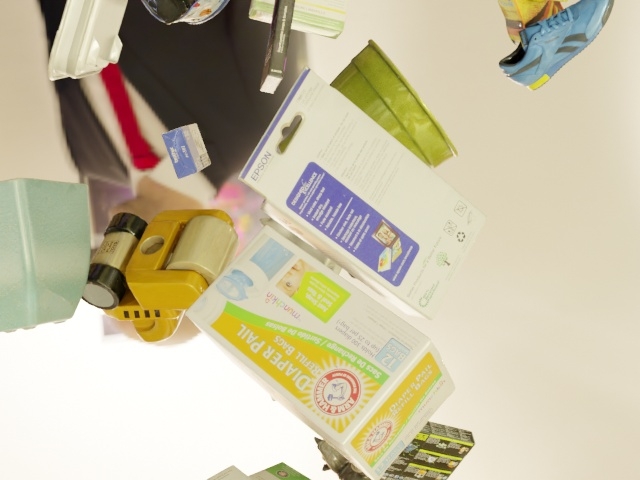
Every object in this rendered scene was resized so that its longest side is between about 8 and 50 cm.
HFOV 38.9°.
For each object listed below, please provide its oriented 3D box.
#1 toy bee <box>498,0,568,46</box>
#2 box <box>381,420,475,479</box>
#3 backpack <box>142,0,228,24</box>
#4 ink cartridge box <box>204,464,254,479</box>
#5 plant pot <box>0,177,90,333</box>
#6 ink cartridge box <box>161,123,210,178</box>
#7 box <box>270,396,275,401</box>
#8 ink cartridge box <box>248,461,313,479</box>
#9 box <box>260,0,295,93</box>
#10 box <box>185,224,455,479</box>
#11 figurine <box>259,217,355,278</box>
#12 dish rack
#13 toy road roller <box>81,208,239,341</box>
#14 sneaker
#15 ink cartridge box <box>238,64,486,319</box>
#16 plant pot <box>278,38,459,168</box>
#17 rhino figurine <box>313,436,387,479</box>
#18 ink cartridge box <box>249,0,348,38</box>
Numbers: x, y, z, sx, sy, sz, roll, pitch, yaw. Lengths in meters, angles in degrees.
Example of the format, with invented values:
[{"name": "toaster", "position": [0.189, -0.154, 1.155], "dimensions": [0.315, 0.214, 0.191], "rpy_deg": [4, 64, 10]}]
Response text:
[{"name": "toy bee", "position": [0.314, -0.434, 1.490], "dimensions": [0.162, 0.298, 0.195], "rpy_deg": [-24, -174, -16]}, {"name": "box", "position": [0.218, 0.478, 2.021], "dimensions": [0.191, 0.184, 0.045], "rpy_deg": [16, -148, -18]}, {"name": "backpack", "position": [-0.296, -0.596, 1.932], "dimensions": [0.213, 0.263, 0.276], "rpy_deg": [-10, 159, -48]}, {"name": "ink cartridge box", "position": [-0.066, 0.294, 0.885], "dimensions": [0.122, 0.088, 0.052], "rpy_deg": [29, -148, 34]}, {"name": "plant pot", "position": [-0.559, 0.039, 1.620], "dimensions": [0.248, 0.252, 0.247], "rpy_deg": [-11, 179, 13]}, {"name": "ink cartridge box", "position": [-0.279, -0.190, 1.896], "dimensions": [0.046, 0.097, 0.207], "rpy_deg": [-19, -172, 4]}, {"name": "box", "position": [-0.037, 0.192, 1.691], "dimensions": [0.087, 0.169, 0.290], "rpy_deg": [-29, 170, 15]}, {"name": "ink cartridge box", "position": [-0.094, 0.461, 1.473], "dimensions": [0.219, 0.092, 0.160], "rpy_deg": [-11, -158, -42]}, {"name": "box", "position": [-0.068, -0.329, 1.466], "dimensions": [0.029, 0.162, 0.116], "rpy_deg": [8, 176, -9]}, {"name": "box", "position": [0.000, 0.096, 0.789], "dimensions": [0.203, 0.114, 0.103], "rpy_deg": [33, 165, 34]}, {"name": "figurine", "position": [0.000, 0.000, 1.908], "dimensions": [0.215, 0.092, 0.209], "rpy_deg": [-8, -138, -43]}, {"name": "dish rack", "position": [-0.391, -0.447, 1.652], "dimensions": [0.072, 0.332, 0.285], "rpy_deg": [19, -167, -4]}, {"name": "toy road roller", "position": [-0.310, 0.084, 1.856], "dimensions": [0.330, 0.240, 0.202], "rpy_deg": [-3, -135, 22]}, {"name": "sneaker", "position": [0.373, -0.328, 1.444], "dimensions": [0.082, 0.069, 0.209], "rpy_deg": [28, 132, -21]}, {"name": "ink cartridge box", "position": [0.050, -0.052, 1.127], "dimensions": [0.333, 0.165, 0.065], "rpy_deg": [38, 166, -27]}, {"name": "plant pot", "position": [0.098, -0.251, 2.278], "dimensions": [0.353, 0.366, 0.366], "rpy_deg": [-37, 180, 6]}, {"name": "rhino figurine", "position": [0.069, 0.414, 1.536], "dimensions": [0.243, 0.073, 0.106], "rpy_deg": [37, 167, 30]}, {"name": "ink cartridge box", "position": [-0.028, -0.501, 1.656], "dimensions": [0.171, 0.235, 0.056], "rpy_deg": [11, 170, -12]}]
